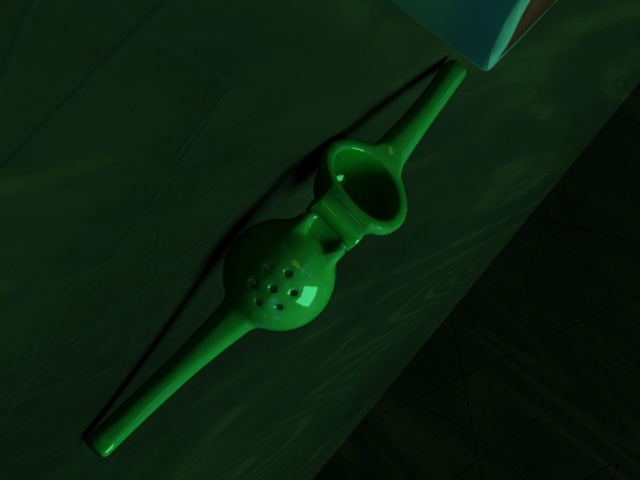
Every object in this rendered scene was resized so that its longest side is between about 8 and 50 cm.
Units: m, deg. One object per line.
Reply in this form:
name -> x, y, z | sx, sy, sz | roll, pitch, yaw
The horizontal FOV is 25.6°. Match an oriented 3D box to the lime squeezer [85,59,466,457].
lime squeezer -> 0.000, 0.000, 0.744 | 0.310, 0.059, 0.110 | -47, 170, -18

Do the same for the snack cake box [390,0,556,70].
snack cake box -> 0.084, -0.175, 0.342 | 0.152, 0.089, 0.264 | -48, 171, -23
